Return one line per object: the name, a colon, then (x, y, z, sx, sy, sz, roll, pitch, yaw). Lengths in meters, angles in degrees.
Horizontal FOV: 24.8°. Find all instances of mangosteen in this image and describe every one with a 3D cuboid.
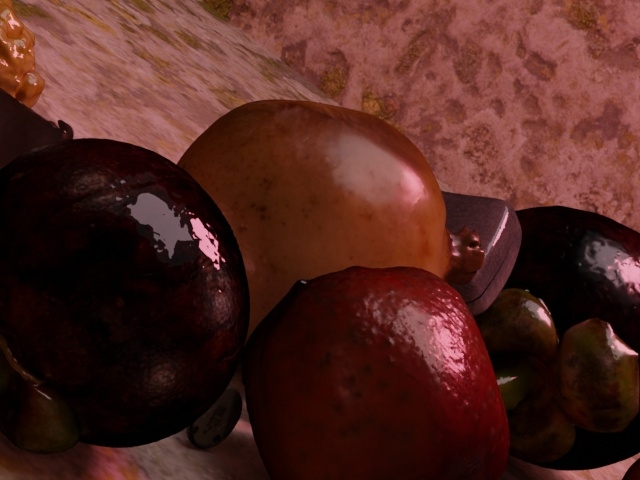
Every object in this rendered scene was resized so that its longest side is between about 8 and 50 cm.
mangosteen: (0.269, 0.111, 1.639, 0.330, 0.330, 0.330, 34, 12, -8)
mangosteen: (-0.162, 0.036, 0.980, 0.216, 0.216, 0.216, 34, 12, -8)

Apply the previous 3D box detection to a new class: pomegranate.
pomegranate: (-0.016, -0.005, 1.388, 0.307, 0.307, 0.307, 34, 12, -8)

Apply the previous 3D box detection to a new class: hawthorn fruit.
hawthorn fruit: (0.044, 0.142, 1.131, 0.215, 0.215, 0.250, 24, 42, -46)

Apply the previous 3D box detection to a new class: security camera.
security camera: (-0.113, 0.121, 1.163, 0.092, 0.058, 0.058, 29, 6, 37)

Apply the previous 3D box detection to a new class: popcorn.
popcorn: (-0.365, -0.201, 1.468, 0.194, 0.140, 0.163, 37, 17, -6)

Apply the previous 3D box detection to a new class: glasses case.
glasses case: (0.055, -0.001, 1.592, 0.323, 0.131, 0.074, 9, -36, 31)

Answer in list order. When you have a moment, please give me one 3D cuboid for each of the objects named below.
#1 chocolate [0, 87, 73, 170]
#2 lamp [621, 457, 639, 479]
chocolate: (-0.367, -0.137, 1.315, 0.321, 0.112, 0.112, 34, 2, -3)
lamp: (0.436, 0.312, 1.595, 0.227, 0.227, 0.227, 34, 12, -8)
